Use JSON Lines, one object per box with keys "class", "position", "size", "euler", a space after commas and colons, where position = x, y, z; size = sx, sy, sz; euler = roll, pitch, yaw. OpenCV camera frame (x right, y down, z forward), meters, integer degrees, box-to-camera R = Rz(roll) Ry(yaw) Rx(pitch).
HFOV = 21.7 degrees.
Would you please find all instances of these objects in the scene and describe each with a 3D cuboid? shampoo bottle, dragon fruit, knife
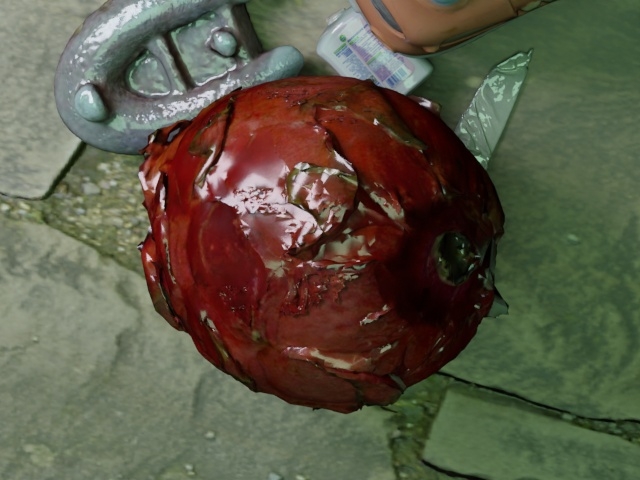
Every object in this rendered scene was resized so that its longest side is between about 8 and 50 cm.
{"class": "shampoo bottle", "position": [0.044, -0.166, 1.484], "size": [0.072, 0.043, 0.099], "euler": [-41, 95, 13]}
{"class": "dragon fruit", "position": [0.000, 0.000, 1.396], "size": [0.302, 0.295, 0.295], "euler": [15, 112, 46]}
{"class": "knife", "position": [0.117, -0.046, 1.521], "size": [0.047, 0.017, 0.298], "euler": [26, 103, -2]}

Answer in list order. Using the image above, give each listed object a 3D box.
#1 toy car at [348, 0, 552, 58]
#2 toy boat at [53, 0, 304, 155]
{"class": "toy car", "position": [0.136, -0.257, 1.356], "size": [0.270, 0.212, 0.180], "euler": [-23, 101, 11]}
{"class": "toy boat", "position": [-0.136, -0.156, 1.490], "size": [0.227, 0.085, 0.155], "euler": [-21, 102, 13]}
